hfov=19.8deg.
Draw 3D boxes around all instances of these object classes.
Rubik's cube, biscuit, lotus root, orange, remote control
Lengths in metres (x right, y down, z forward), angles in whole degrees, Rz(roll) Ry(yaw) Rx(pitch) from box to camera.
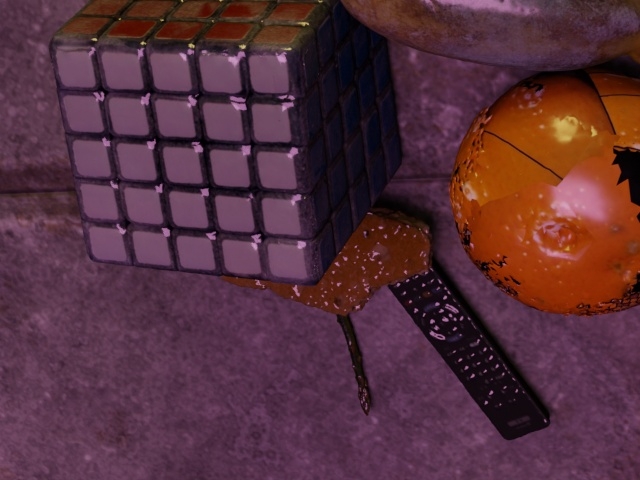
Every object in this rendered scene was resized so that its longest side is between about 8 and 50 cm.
[{"bbox_3d":[-0.078,-0.119,1.650,0.238,0.237,0.236,4,120,21],"label":"Rubik's cube"},{"bbox_3d":[0.004,0.011,1.810,0.237,0.026,0.131,15,126,24],"label":"biscuit"},{"bbox_3d":[0.170,-0.221,1.535,0.322,0.158,0.140,14,142,7],"label":"lotus root"},{"bbox_3d":[0.230,-0.041,1.609,0.234,0.182,0.234,13,123,22],"label":"orange"},{"bbox_3d":[0.141,0.099,1.826,0.063,0.025,0.245,-27,108,34],"label":"remote control"}]

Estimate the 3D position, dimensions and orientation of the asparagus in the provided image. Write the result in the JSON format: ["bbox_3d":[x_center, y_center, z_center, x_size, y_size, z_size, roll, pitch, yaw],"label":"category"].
[{"bbox_3d":[0.031,0.109,1.885,0.016,0.016,0.162,-16,116,1],"label":"asparagus"}]
